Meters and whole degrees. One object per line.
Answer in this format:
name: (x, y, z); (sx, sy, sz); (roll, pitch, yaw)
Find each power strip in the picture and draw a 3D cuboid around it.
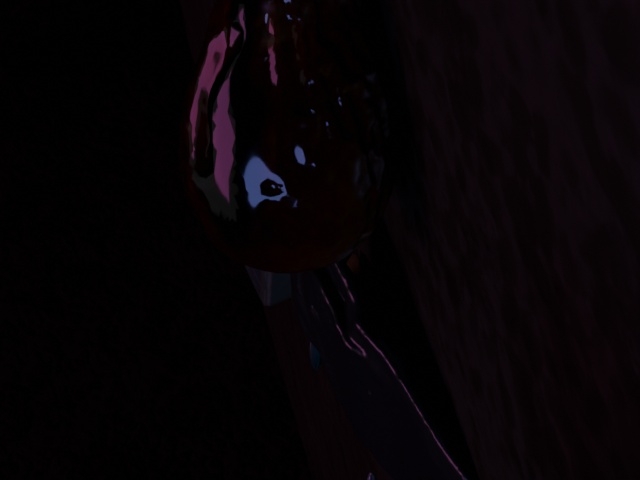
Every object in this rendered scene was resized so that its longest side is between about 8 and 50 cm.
power strip: (-0.053, 0.004, 1.478); (0.272, 0.052, 0.078); (101, 144, -72)

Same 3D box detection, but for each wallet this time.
wallet: (0.044, 0.124, 1.172); (0.323, 0.041, 0.247); (56, 167, 30)

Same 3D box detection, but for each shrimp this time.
shrimp: (0.043, 0.065, 1.299); (0.180, 0.041, 0.099); (-146, 56, -83)

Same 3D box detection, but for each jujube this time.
jujube: (-0.026, -0.091, 0.957); (0.168, 0.168, 0.236); (-112, 16, -53)

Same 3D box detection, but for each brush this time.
brush: (0.010, 0.101, 1.733); (0.193, 0.032, 0.043); (102, 161, -50)

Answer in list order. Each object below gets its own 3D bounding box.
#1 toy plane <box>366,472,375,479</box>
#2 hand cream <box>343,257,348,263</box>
toy plane: (0.064, 0.336, 1.789); (0.078, 0.024, 0.084); (42, 151, 46)
hand cream: (0.000, 0.000, 1.460); (0.086, 0.055, 0.235); (105, 148, -70)
